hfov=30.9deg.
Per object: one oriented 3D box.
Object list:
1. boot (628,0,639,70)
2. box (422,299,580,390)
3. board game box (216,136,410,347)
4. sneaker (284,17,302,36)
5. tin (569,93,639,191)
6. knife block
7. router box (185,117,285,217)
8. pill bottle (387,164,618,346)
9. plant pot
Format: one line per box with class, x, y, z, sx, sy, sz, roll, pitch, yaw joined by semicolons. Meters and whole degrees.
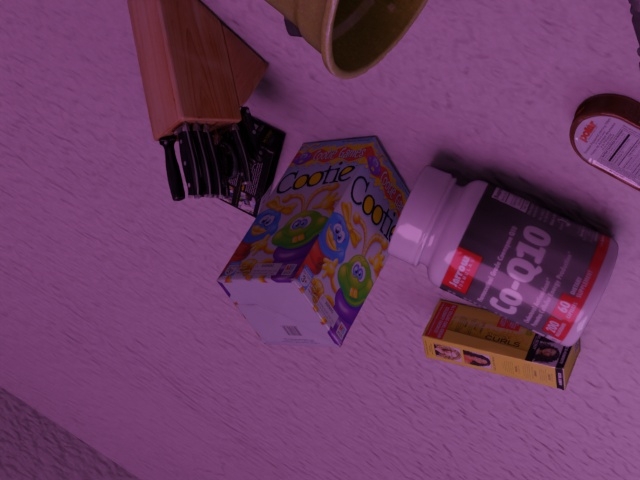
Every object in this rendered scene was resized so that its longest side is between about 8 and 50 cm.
boot;0.557;-0.153;1.147;0.445;0.146;0.367;0;131;32
box;0.282;0.161;1.815;0.232;0.087;0.058;12;140;26
board game box;0.000;0.000;1.644;0.144;0.275;0.142;-2;135;39
sneaker;-0.004;-0.299;1.467;0.089;0.051;0.170;15;148;21
tin;0.397;-0.110;1.425;0.189;0.040;0.106;28;142;3
knife block;-0.189;-0.189;1.572;0.275;0.242;0.088;42;143;-17
router box;-0.134;-0.125;1.788;0.133;0.046;0.179;27;146;5
pill bottle;0.245;0.016;1.585;0.283;0.161;0.161;25;146;7
plant pot;-0.013;-0.355;1.246;0.254;0.276;0.276;33;148;17
